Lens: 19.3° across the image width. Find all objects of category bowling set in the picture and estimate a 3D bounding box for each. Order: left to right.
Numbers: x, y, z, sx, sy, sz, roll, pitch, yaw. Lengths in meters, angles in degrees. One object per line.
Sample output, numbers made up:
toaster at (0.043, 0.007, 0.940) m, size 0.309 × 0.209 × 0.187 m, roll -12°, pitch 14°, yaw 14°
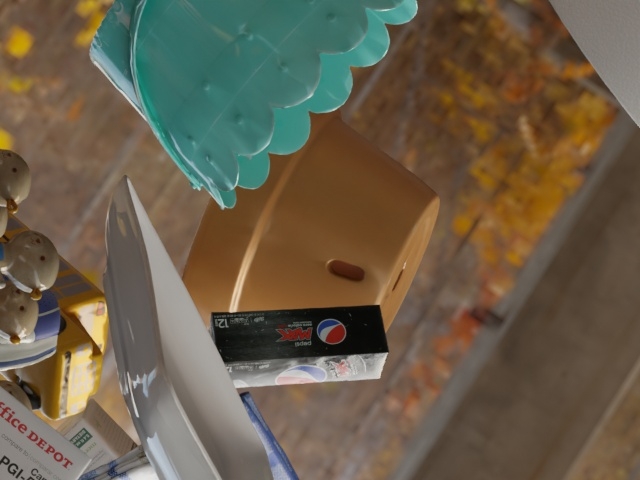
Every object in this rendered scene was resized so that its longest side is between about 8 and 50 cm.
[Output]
bowling set at (-0.247, -0.004, 1.352) m, size 0.154 × 0.200 × 0.287 m, roll 10°, pitch -139°, yaw -33°

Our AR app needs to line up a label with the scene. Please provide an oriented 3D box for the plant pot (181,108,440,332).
plant pot at (0.000, 0.000, 2.066) m, size 0.203 × 0.291 × 0.291 m, roll 25°, pitch 172°, yaw 9°

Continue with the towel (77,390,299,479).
towel at (-0.147, 0.276, 1.710) m, size 0.209 × 0.285 × 0.034 m, roll 62°, pitch 177°, yaw -32°

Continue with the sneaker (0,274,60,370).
sneaker at (-0.378, 0.020, 1.777) m, size 0.315 × 0.182 × 0.127 m, roll 5°, pitch -169°, yaw -42°

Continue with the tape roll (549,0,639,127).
tape roll at (0.292, -0.191, 1.613) m, size 0.392 × 0.072 × 0.392 m, roll 43°, pitch -155°, yaw -26°

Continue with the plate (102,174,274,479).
plate at (-0.083, 0.129, 1.279) m, size 0.278 × 0.045 × 0.277 m, roll -111°, pitch -2°, yaw -59°

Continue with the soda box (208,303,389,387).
soda box at (-0.023, 0.103, 1.816) m, size 0.169 × 0.060 × 0.053 m, roll -3°, pitch 147°, yaw -11°

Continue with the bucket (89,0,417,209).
bucket at (-0.059, -0.186, 1.668) m, size 0.183 × 0.281 × 0.281 m, roll 42°, pitch 174°, yaw 3°

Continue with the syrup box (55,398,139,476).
syrup box at (-0.241, 0.318, 2.322) m, size 0.237 × 0.093 × 0.096 m, roll 48°, pitch -172°, yaw -8°

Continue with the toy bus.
toy bus at (-0.354, 0.070, 2.181) m, size 0.130 × 0.108 × 0.333 m, roll -17°, pitch -140°, yaw -38°

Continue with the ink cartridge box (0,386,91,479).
ink cartridge box at (-0.234, 0.170, 1.257) m, size 0.099 × 0.135 × 0.056 m, roll 40°, pitch 160°, yaw -12°
